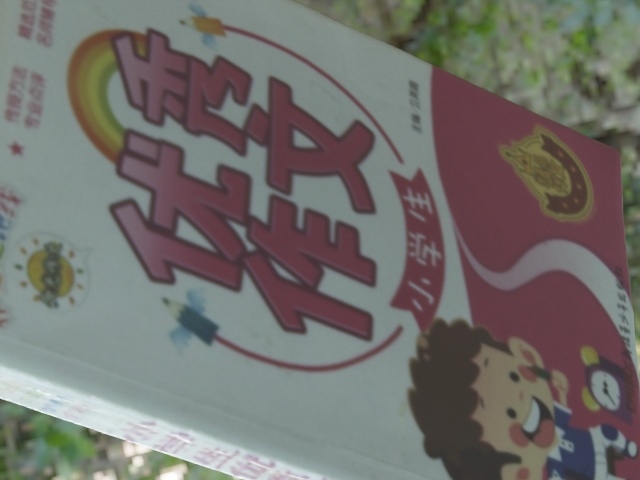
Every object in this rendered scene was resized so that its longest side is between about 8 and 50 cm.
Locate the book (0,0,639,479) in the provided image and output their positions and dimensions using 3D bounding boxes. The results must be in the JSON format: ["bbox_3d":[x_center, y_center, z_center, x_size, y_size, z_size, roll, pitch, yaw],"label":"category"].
[{"bbox_3d":[0.000,0.000,0.549,0.232,0.162,0.022,23,138,-26],"label":"book"}]
